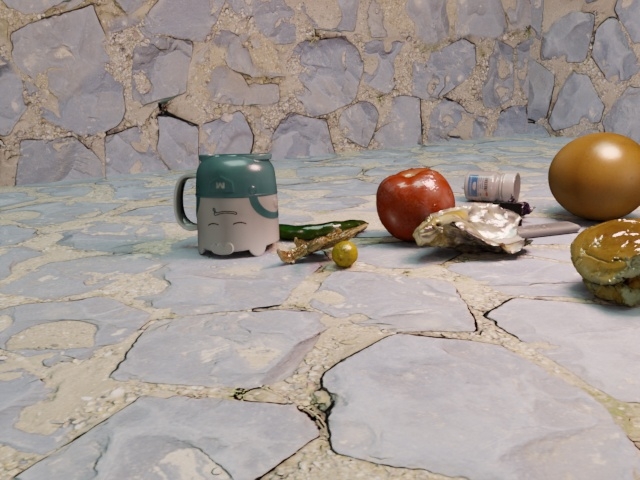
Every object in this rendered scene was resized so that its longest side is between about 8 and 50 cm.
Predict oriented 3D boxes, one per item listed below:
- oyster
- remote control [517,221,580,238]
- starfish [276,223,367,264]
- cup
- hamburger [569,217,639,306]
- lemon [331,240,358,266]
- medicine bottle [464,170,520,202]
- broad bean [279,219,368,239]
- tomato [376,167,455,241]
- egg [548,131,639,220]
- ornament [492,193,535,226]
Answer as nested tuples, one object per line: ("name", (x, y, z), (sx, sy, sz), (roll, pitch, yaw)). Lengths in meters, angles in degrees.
("oyster", (0.382, -0.019, 1.644), (0.271, 0.100, 0.275), (10, 20, 20))
("remote control", (0.563, -0.029, 1.785), (0.261, 0.029, 0.067), (-6, 14, -13))
("starfish", (0.000, 0.000, 1.648), (0.236, 0.062, 0.277), (-21, 1, -12))
("cup", (-0.252, -0.100, 1.780), (0.290, 0.257, 0.219), (1, 10, 16))
("hamburger", (0.634, 0.031, 1.338), (0.309, 0.132, 0.211), (-10, 18, -22))
("lemon", (0.058, 0.031, 1.579), (0.062, 0.062, 0.083), (1, 17, 16))
("medicine bottle", (0.573, -0.180, 2.232), (0.168, 0.105, 0.105), (5, 16, 29))
("broad bean", (-0.013, -0.035, 1.874), (0.292, 0.049, 0.144), (-1, 13, 8))
("tomato", (0.252, -0.091, 1.772), (0.208, 0.184, 0.208), (-11, 16, 3))
("egg", (0.785, -0.181, 1.901), (0.250, 0.250, 0.322), (-7, 9, -15))
("ornament", (0.569, -0.088, 1.911), (0.081, 0.088, 0.203), (9, 17, 36))
